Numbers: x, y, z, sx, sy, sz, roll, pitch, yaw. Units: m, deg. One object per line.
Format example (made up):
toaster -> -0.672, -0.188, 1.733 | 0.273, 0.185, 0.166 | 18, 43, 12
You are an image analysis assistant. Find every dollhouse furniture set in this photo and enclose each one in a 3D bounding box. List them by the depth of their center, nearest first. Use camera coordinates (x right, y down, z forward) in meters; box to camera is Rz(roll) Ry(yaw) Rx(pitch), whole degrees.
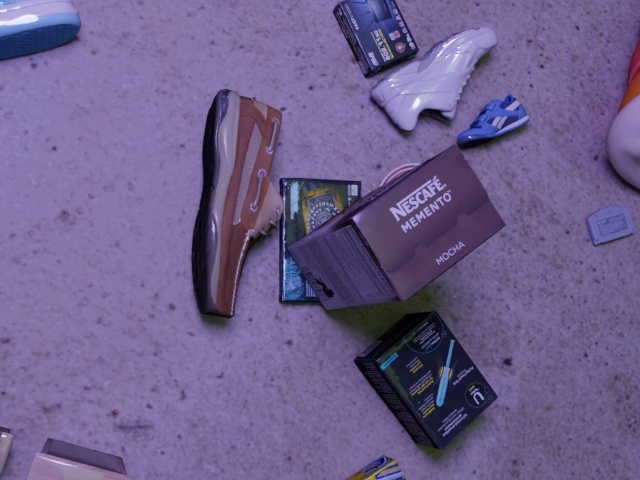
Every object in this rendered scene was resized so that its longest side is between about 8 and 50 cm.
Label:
dollhouse furniture set -> -0.359, 0.427, 0.959 | 0.303, 0.174, 0.356 | 20, 77, -12

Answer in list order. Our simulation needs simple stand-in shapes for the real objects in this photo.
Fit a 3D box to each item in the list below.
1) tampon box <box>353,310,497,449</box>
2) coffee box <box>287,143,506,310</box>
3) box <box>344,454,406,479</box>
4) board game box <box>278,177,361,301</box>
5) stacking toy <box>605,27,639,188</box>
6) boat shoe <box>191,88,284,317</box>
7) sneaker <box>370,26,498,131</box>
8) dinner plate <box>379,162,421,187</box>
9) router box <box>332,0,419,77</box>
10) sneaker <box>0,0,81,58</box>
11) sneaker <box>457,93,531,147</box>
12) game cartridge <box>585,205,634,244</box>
tampon box -> 0.153, 0.203, 1.178 | 0.120, 0.101, 0.161 | -37, 94, -17
coffee box -> 0.086, -0.004, 1.057 | 0.168, 0.297, 0.119 | -34, 93, -18
box -> 0.044, 0.379, 1.146 | 0.168, 0.054, 0.059 | -28, 91, -19
board game box -> 0.000, 0.000, 1.201 | 0.126, 0.026, 0.186 | 2, 82, -16
stacking toy -> 0.652, -0.336, 1.330 | 0.350, 0.350, 0.480 | 15, 63, -14
boat shoe -> -0.108, -0.053, 1.130 | 0.119, 0.122, 0.324 | 8, 81, -18
sneaker -> 0.195, -0.251, 1.272 | 0.232, 0.090, 0.115 | -33, 99, -9
dinner plate -> 0.151, -0.051, 1.258 | 0.141, 0.017, 0.141 | 3, 81, -16
router box -> 0.088, -0.332, 1.267 | 0.092, 0.038, 0.123 | -27, 90, -17
sneaker -> -0.500, -0.343, 1.054 | 0.318, 0.127, 0.208 | -16, 89, -27
sneaker -> 0.273, -0.192, 1.297 | 0.144, 0.053, 0.059 | -25, 90, -27
game cartridge -> 0.490, -0.029, 1.356 | 0.083, 0.017, 0.056 | -15, 90, -18
